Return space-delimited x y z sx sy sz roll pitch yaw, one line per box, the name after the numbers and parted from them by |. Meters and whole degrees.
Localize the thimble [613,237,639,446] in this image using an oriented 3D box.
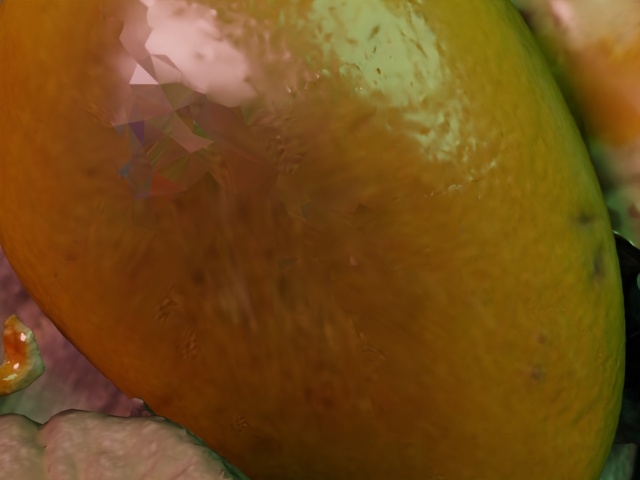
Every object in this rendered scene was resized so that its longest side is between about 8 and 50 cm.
0.192 0.038 0.828 0.097 0.150 0.150 -30 87 -36 | thimble

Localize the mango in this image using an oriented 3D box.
0.000 0.000 0.656 0.365 0.253 0.182 60 15 -6 | mango

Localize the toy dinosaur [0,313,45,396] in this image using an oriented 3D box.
-0.189 0.070 0.599 0.142 0.057 0.212 -38 91 -30 | toy dinosaur

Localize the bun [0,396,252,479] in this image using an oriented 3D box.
-0.087 0.176 0.511 0.281 0.282 0.205 11 37 -31 | bun

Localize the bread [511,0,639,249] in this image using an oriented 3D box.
0.192 -0.209 0.810 0.361 0.250 0.394 29 41 19 | bread
